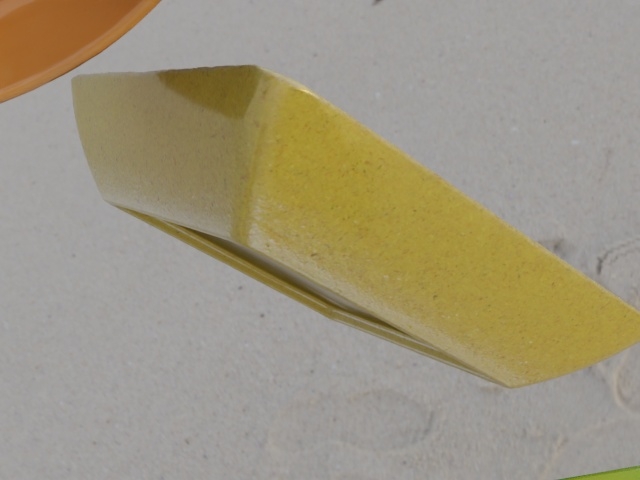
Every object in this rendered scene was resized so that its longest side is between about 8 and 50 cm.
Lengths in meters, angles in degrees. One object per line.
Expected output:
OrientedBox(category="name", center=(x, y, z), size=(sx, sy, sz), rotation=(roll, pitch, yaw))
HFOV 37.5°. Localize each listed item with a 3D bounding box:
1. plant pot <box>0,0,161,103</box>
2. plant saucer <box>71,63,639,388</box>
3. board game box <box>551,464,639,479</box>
OrientedBox(category="plant pot", center=(-0.225, -0.212, 0.473), size=(0.291, 0.291, 0.203), rotation=(-26, 78, -3))
OrientedBox(category="plant saucer", center=(0.000, 0.000, 0.654), size=(0.332, 0.333, 0.081), rotation=(13, 76, 58))
OrientedBox(category="board game box", center=(0.092, 0.125, 0.375), size=(0.181, 0.092, 0.043), rotation=(-30, 56, 49))
